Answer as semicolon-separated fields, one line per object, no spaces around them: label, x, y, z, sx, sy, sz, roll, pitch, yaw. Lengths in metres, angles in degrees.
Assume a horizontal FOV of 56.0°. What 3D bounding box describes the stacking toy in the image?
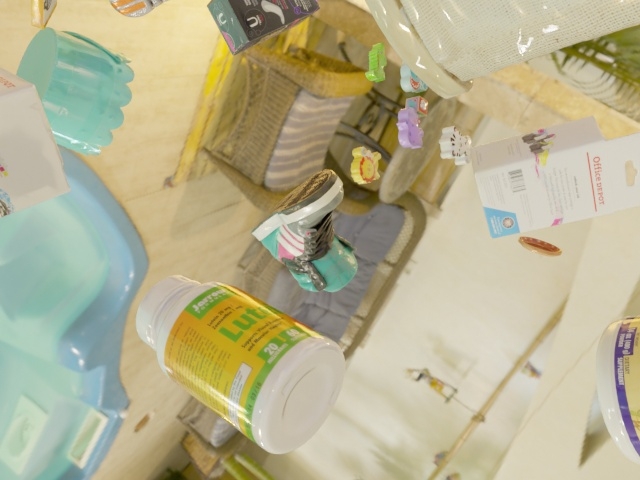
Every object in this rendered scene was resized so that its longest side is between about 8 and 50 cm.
stacking toy;0.123;-0.193;0.825;0.052;0.167;0.221;16;75;-45

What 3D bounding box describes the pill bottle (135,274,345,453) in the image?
pill bottle;-0.105;0.130;0.713;0.136;0.246;0.136;-30;132;-41

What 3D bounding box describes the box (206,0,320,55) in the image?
box;-0.166;-0.684;1.765;0.270;0.165;0.143;-34;-166;-25

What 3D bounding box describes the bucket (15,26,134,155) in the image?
bucket;-0.594;-0.355;1.426;0.183;0.281;0.281;17;109;-46

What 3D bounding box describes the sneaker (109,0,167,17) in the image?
sneaker;-0.310;-0.611;1.309;0.124;0.321;0.180;65;19;-49

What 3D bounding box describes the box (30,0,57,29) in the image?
box;-0.526;-0.482;1.147;0.136;0.028;0.081;123;-23;-52

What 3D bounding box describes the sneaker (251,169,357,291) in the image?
sneaker;0.000;0.000;1.014;0.124;0.178;0.295;-48;-171;-23

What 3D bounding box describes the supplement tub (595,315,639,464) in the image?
supplement tub;0.614;0.215;0.883;0.331;0.241;0.241;-17;-163;45

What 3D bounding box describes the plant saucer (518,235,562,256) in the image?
plant saucer;0.426;0.013;1.172;0.083;0.084;0.013;-24;132;-62

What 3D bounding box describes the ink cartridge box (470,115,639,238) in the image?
ink cartridge box;0.281;-0.077;0.714;0.061;0.181;0.104;-79;150;-50

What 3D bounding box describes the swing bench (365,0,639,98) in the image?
swing bench;0.150;-0.232;0.278;0.253;0.165;0.254;-7;-132;50

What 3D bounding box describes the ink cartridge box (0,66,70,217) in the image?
ink cartridge box;-0.517;-0.126;0.854;0.233;0.171;0.168;-29;130;-31
